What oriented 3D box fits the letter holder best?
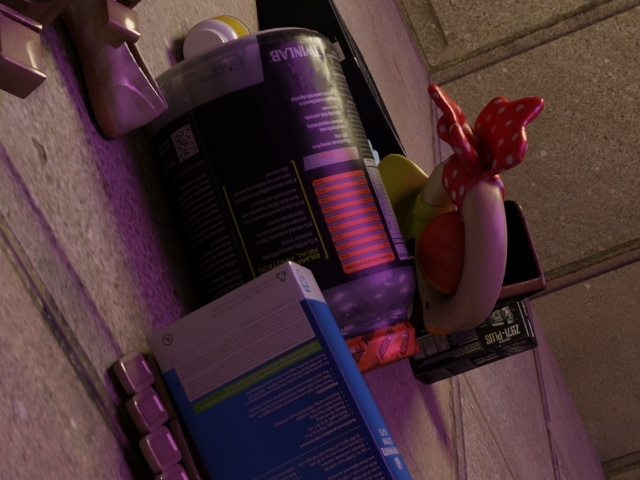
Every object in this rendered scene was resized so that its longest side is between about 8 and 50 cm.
[{"bbox_3d":[0.169,-0.001,2.022,0.302,0.152,0.215,129,-54,-79],"label":"letter holder"}]

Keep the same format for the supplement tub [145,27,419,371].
[{"bbox_3d":[-0.031,-0.020,1.383,0.193,0.193,0.316,10,60,-76],"label":"supplement tub"}]

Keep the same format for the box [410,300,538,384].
[{"bbox_3d":[0.212,0.112,2.221,0.077,0.180,0.147,40,31,-66],"label":"box"}]

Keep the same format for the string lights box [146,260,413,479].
[{"bbox_3d":[-0.017,0.163,1.166,0.260,0.133,0.077,64,9,12],"label":"string lights box"}]

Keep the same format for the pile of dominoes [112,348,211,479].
[{"bbox_3d":[-0.098,0.204,1.151,0.251,0.040,0.196,66,11,25],"label":"pile of dominoes"}]

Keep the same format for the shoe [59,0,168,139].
[{"bbox_3d":[-0.192,-0.198,1.300,0.076,0.058,0.219,-4,74,-77],"label":"shoe"}]

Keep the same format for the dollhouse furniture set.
[{"bbox_3d":[-0.172,-0.189,1.150,0.161,0.101,0.182,24,41,-41],"label":"dollhouse furniture set"}]

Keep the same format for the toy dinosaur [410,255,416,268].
[{"bbox_3d":[0.000,0.000,1.619,0.322,0.164,0.218,28,24,-48],"label":"toy dinosaur"}]

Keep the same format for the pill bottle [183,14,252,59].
[{"bbox_3d":[-0.114,-0.211,1.640,0.116,0.065,0.065,-56,124,-76],"label":"pill bottle"}]

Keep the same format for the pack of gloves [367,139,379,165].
[{"bbox_3d":[0.009,-0.100,1.810,0.195,0.046,0.232,42,37,-17],"label":"pack of gloves"}]

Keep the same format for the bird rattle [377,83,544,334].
[{"bbox_3d":[0.138,-0.020,1.414,0.253,0.143,0.207,-37,-124,58],"label":"bird rattle"}]

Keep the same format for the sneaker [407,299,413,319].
[{"bbox_3d":[0.039,-0.015,1.895,0.283,0.107,0.124,70,18,4],"label":"sneaker"}]

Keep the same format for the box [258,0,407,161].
[{"bbox_3d":[0.013,-0.229,2.056,0.184,0.103,0.261,55,10,-39],"label":"box"}]
